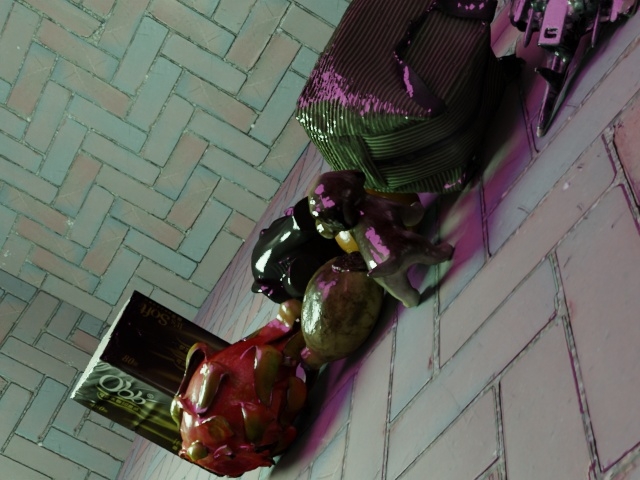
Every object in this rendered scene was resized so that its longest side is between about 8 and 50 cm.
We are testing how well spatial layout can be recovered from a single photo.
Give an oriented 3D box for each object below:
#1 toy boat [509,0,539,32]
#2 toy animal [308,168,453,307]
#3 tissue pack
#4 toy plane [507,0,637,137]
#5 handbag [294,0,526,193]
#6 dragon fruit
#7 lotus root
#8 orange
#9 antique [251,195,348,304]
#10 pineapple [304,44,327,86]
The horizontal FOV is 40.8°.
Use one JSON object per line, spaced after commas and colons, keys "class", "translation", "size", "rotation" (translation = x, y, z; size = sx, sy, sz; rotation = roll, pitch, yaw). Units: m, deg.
{"class": "toy boat", "translation": [0.359, -0.411, 1.244], "size": [0.262, 0.114, 0.115], "rotation": [-58, 21, 33]}
{"class": "toy animal", "translation": [0.081, -0.009, 1.269], "size": [0.121, 0.168, 0.233], "rotation": [-55, 44, 20]}
{"class": "tissue pack", "translation": [-0.296, 0.295, 1.754], "size": [0.198, 0.370, 0.210], "rotation": [-50, 15, 40]}
{"class": "toy plane", "translation": [0.317, -0.268, 1.136], "size": [0.192, 0.088, 0.262], "rotation": [12, 79, 45]}
{"class": "handbag", "translation": [0.151, -0.241, 1.340], "size": [0.240, 0.247, 0.341], "rotation": [12, 65, 38]}
{"class": "dragon fruit", "translation": [-0.113, 0.266, 1.473], "size": [0.307, 0.243, 0.227], "rotation": [-23, -14, -1]}
{"class": "lotus root", "translation": [0.027, 0.118, 1.387], "size": [0.138, 0.138, 0.214], "rotation": [-87, 22, -68]}
{"class": "orange", "translation": [0.096, -0.033, 1.433], "size": [0.156, 0.124, 0.156], "rotation": [-22, 25, 11]}
{"class": "antique", "translation": [0.000, 0.000, 1.605], "size": [0.322, 0.185, 0.255], "rotation": [-35, -4, -26]}
{"class": "pineapple", "translation": [0.097, -0.260, 1.652], "size": [0.262, 0.271, 0.262], "rotation": [-56, 11, 17]}
